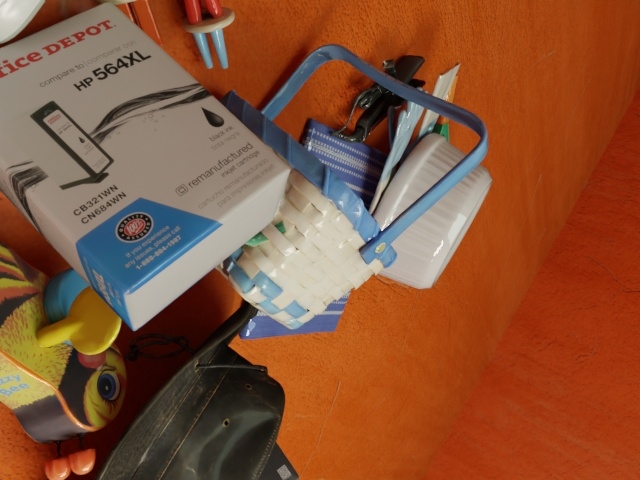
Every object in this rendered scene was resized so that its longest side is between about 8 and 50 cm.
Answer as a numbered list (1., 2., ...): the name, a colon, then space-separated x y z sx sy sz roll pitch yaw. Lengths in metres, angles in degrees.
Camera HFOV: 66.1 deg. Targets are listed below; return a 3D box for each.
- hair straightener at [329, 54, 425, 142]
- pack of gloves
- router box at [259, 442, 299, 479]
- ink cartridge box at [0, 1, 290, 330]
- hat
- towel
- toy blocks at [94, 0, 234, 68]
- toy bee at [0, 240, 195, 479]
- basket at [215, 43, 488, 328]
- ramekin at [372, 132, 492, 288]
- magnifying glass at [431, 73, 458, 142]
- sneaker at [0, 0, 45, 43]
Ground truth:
1. hair straightener: 0.086 -0.223 0.728 0.230 0.047 0.089 -44 141 -30
2. pack of gloves: 0.129 -0.157 0.782 0.195 0.046 0.232 -44 158 -44
3. router box: -0.204 0.409 0.653 0.309 0.081 0.243 -18 152 -47
4. ink cartridge box: -0.149 -0.061 0.368 0.148 0.203 0.086 -43 171 -28
5. hat: -0.125 0.225 0.550 0.331 0.134 0.331 -53 179 -2
6. towel: 0.000 0.000 0.788 0.243 0.040 0.335 9 102 -54
7. toy blocks: -0.135 -0.211 0.436 0.123 0.054 0.148 -43 142 -29
8. toy bee: -0.217 0.103 0.411 0.298 0.162 0.195 26 130 -36
9. basket: -0.004 -0.068 0.532 0.289 0.255 0.201 -46 146 -7
10. ramekin: 0.188 -0.038 0.855 0.272 0.127 0.272 -52 162 -24
11. magnifying glass: 0.236 -0.208 0.968 0.092 0.026 0.230 -29 133 -41
12. sneaker: -0.203 -0.257 0.283 0.226 0.086 0.163 -60 149 -4
